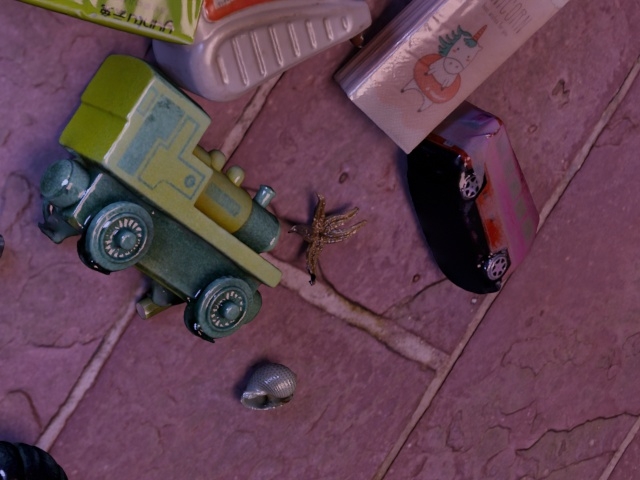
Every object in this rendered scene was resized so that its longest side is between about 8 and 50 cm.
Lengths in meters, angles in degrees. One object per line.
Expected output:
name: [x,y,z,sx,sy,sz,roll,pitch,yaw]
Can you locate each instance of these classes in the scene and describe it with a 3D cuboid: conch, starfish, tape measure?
conch: [-0.076,0.213,1.851,0.085,0.056,0.076,-4,139,-7]
starfish: [-0.005,-0.002,1.800,0.133,0.041,0.130,15,94,-38]
tape measure: [-0.086,-0.304,1.505,0.258,0.130,0.265,-31,125,-24]

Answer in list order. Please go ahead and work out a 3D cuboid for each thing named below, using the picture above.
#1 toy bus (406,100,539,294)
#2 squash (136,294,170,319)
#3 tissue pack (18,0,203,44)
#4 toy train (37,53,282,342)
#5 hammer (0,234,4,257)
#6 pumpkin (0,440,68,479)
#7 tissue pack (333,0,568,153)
toy bus: [0.231,-0.062,1.910,0.147,0.127,0.302,-43,134,-18]
squash: [-0.204,0.078,1.684,0.083,0.027,0.027,-26,128,-29]
tissue pack: [-0.250,-0.313,1.237,0.275,0.200,0.167,12,105,-19]
toy train: [-0.173,-0.035,1.562,0.369,0.150,0.237,39,80,-43]
hammer: [-0.478,0.146,1.483,0.111,0.043,0.365,8,110,-44]
pumpkin: [-0.406,0.341,1.582,0.194,0.150,0.194,-1,117,-2]
tissue pack: [0.186,-0.281,1.736,0.325,0.071,0.170,-43,135,8]
